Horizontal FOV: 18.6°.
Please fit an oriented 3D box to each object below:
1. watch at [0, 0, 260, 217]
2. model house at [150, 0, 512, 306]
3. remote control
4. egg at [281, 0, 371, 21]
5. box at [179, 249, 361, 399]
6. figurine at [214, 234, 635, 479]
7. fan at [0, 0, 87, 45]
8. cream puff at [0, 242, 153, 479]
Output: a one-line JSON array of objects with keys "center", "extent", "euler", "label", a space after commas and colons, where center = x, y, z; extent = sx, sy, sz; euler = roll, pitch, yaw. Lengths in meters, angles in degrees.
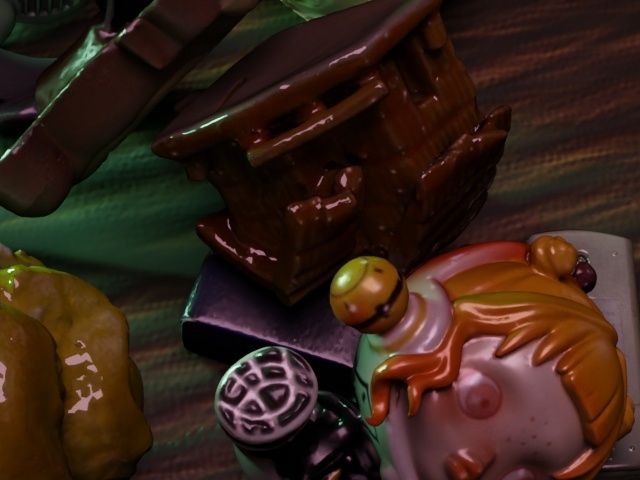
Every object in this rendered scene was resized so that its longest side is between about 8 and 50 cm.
[{"center": [-0.230, -0.241, 1.584], "extent": [0.327, 0.335, 0.314], "euler": [45, 30, -6], "label": "watch"}, {"center": [0.025, -0.057, 1.549], "extent": [0.219, 0.229, 0.199], "euler": [-8, 34, 47], "label": "model house"}, {"center": [0.222, 0.095, 1.634], "extent": [0.098, 0.038, 0.233], "euler": [2, 58, -3], "label": "remote control"}, {"center": [0.057, -0.303, 1.777], "extent": [0.201, 0.201, 0.244], "euler": [34, 51, 17], "label": "egg"}, {"center": [0.000, 0.000, 1.661], "extent": [0.168, 0.071, 0.259], "euler": [16, 59, 7], "label": "box"}, {"center": [0.095, 0.125, 1.487], "extent": [0.323, 0.320, 0.196], "euler": [-25, 28, -4], "label": "figurine"}, {"center": [-0.297, -0.225, 1.788], "extent": [0.130, 0.074, 0.244], "euler": [33, 67, 4], "label": "fan"}, {"center": [-0.258, 0.192, 1.393], "extent": [0.275, 0.378, 0.378], "euler": [41, 65, 19], "label": "cream puff"}]
